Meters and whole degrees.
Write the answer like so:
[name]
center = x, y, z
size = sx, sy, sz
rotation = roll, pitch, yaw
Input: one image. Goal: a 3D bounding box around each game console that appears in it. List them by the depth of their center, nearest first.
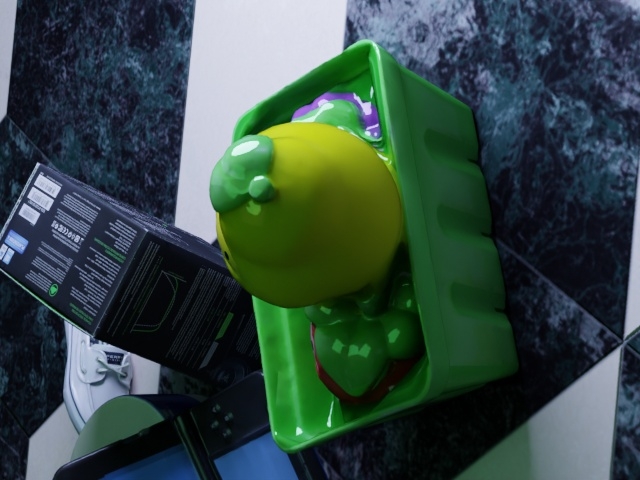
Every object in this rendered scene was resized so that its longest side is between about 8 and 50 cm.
[game console]
center = -0.113, 0.321, 1.933
size = 0.250, 0.173, 0.293
rotation = -33, 80, 48

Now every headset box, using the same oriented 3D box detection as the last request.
[headset box]
center = -0.182, 0.052, 2.042
size = 0.246, 0.283, 0.131
rotation = 29, 92, 47

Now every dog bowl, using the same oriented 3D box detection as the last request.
[dog bowl]
center = -0.191, 0.313, 2.145
size = 0.265, 0.104, 0.265
rotation = -9, 78, 50

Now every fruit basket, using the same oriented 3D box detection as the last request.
[fruit basket]
center = 0.000, 0.000, 1.750
size = 0.283, 0.392, 0.392
rotation = -28, 64, 45

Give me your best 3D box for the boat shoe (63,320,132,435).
[boat shoe]
center = -0.278, 0.154, 2.287
size = 0.076, 0.083, 0.226
rotation = -41, 55, 41
